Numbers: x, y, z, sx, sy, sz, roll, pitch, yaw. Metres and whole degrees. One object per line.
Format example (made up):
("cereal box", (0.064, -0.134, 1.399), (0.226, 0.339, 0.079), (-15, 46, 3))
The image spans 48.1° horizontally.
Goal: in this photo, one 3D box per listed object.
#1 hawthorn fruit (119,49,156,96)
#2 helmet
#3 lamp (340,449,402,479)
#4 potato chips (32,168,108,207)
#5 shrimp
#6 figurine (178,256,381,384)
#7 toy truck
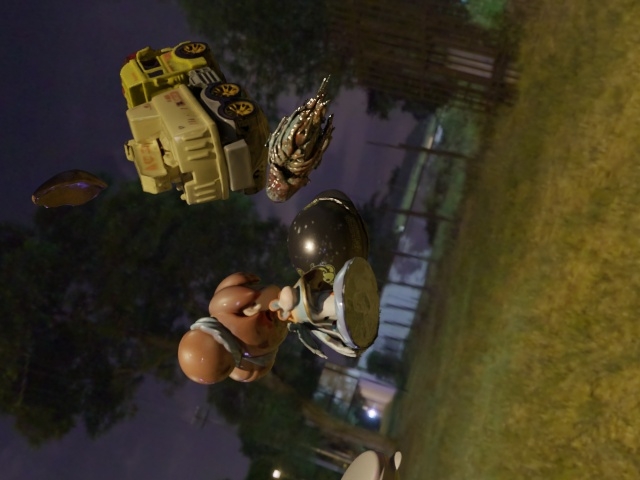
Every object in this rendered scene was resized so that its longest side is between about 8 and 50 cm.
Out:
("hawthorn fruit", (-0.511, -0.504, 2.250), (0.235, 0.181, 0.181), (8, -78, -37))
("helmet", (0.000, 0.000, 1.948), (0.160, 0.230, 0.279), (-7, -100, -48))
("lamp", (0.095, 0.571, 1.557), (0.246, 0.108, 0.179), (-54, 4, -28))
("potato chips", (-0.640, -0.139, 1.835), (0.208, 0.195, 0.062), (21, -128, -82))
("shrimp", (-0.032, -0.155, 1.095), (0.079, 0.090, 0.233), (-66, 1, -56))
("figurine", (-0.080, 0.176, 1.504), (0.276, 0.388, 0.248), (24, -117, -62))
("toy truck", (-0.260, -0.228, 1.387), (0.405, 0.254, 0.181), (-125, 26, -45))
